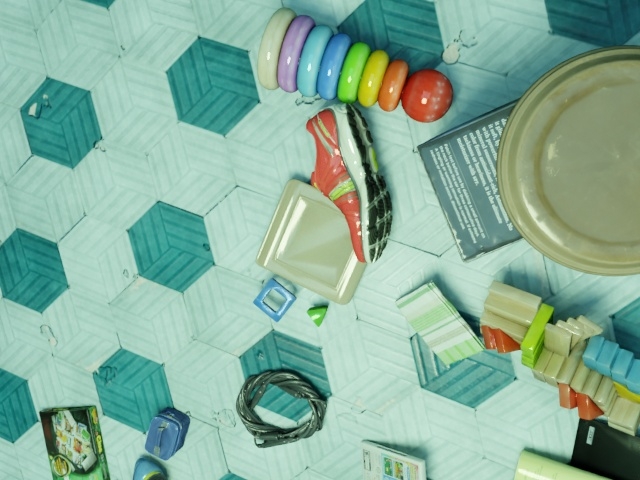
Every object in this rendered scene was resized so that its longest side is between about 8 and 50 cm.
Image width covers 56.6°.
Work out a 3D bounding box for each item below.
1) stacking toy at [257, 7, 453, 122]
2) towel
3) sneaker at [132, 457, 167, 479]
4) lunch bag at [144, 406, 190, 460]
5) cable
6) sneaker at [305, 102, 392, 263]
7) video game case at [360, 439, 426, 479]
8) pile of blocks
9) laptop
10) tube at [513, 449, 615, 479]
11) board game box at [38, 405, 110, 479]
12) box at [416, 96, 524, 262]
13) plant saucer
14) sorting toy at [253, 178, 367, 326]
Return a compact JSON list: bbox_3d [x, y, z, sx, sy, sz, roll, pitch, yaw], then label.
[{"bbox_3d":[0.066,-0.287,1.016,0.330,0.141,0.141,18,102,7],"label":"stacking toy"},{"bbox_3d":[0.213,0.149,1.066,0.152,0.023,0.113,50,144,1],"label":"towel"},{"bbox_3d":[-0.373,0.565,1.282,0.082,0.069,0.209,22,115,44],"label":"sneaker"},{"bbox_3d":[-0.319,0.401,1.237,0.067,0.065,0.098,18,102,11],"label":"lunch bag"},{"bbox_3d":[-0.075,0.330,1.181,0.185,0.047,0.150,-18,88,18],"label":"cable"},{"bbox_3d":[0.044,-0.093,1.031,0.118,0.107,0.279,-11,94,30],"label":"sneaker"},{"bbox_3d":[0.139,0.470,1.120,0.143,0.019,0.157,2,99,44],"label":"video game case"},{"bbox_3d":[0.411,0.209,0.963,0.362,0.149,0.112,31,70,8],"label":"pile of blocks"},{"bbox_3d":[0.589,0.444,1.038,0.264,0.136,0.234,4,100,-12],"label":"laptop"},{"bbox_3d":[0.458,0.431,1.016,0.240,0.062,0.070,15,144,25],"label":"tube"},{"bbox_3d":[-0.541,0.499,1.327,0.136,0.030,0.259,-7,96,13],"label":"board game box"},{"bbox_3d":[0.319,-0.119,0.884,0.294,0.296,0.182,-22,92,15],"label":"box"},{"bbox_3d":[0.353,-0.091,0.706,0.278,0.041,0.277,2,97,13],"label":"plant saucer"},{"bbox_3d":[0.000,0.000,1.110,0.196,0.047,0.347,24,100,6],"label":"sorting toy"}]
